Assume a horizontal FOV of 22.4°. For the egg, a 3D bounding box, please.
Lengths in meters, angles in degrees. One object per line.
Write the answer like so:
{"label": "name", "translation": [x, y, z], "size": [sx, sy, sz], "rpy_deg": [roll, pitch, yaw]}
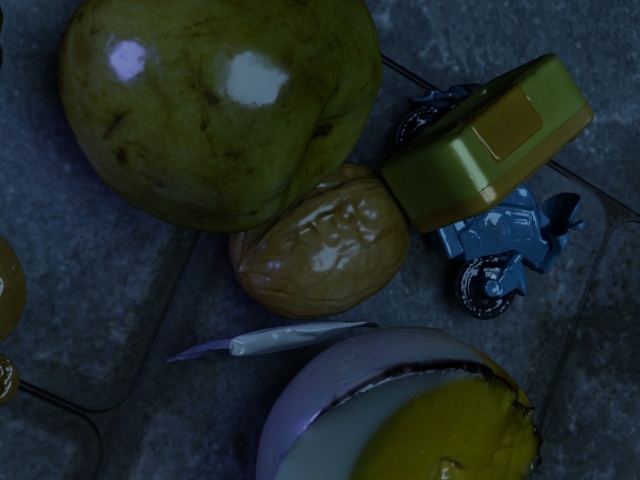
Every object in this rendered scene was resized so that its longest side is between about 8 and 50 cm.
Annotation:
{"label": "egg", "translation": [0.057, 0.212, 1.698], "size": [0.337, 0.201, 0.337], "rpy_deg": [-13, 123, -21]}

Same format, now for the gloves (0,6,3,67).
{"label": "gloves", "translation": [-0.388, -0.272, 1.486], "size": [0.154, 0.141, 0.331], "rpy_deg": [-38, 107, -26]}

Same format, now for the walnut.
{"label": "walnut", "translation": [0.000, 0.000, 1.697], "size": [0.206, 0.159, 0.159], "rpy_deg": [-22, 100, -27]}

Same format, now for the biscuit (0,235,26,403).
{"label": "biscuit", "translation": [-0.365, 0.089, 1.554], "size": [0.184, 0.035, 0.249], "rpy_deg": [24, 77, -28]}

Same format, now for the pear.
{"label": "pear", "translation": [-0.107, -0.159, 1.564], "size": [0.304, 0.304, 0.304], "rpy_deg": [1, 89, -30]}

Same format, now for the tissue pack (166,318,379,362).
{"label": "tissue pack", "translation": [-0.050, 0.104, 1.684], "size": [0.193, 0.122, 0.026], "rpy_deg": [-10, 88, -30]}

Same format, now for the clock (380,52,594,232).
{"label": "clock", "translation": [0.174, -0.100, 1.673], "size": [0.202, 0.143, 0.096], "rpy_deg": [-38, 101, -30]}

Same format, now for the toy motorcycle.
{"label": "toy motorcycle", "translation": [0.195, -0.058, 1.832], "size": [0.182, 0.123, 0.272], "rpy_deg": [-28, 103, -17]}
